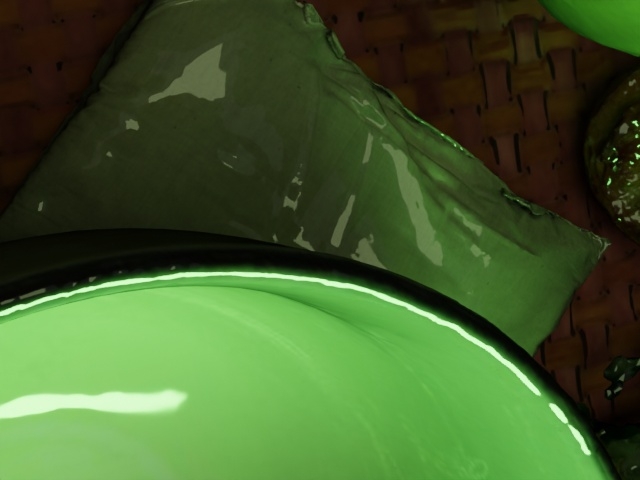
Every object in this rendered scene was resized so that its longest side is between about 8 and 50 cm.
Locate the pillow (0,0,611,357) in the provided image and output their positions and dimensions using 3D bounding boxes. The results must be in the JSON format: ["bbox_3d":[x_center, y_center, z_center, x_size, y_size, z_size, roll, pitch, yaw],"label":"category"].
[{"bbox_3d":[0.000,0.000,0.567,0.229,0.050,0.148,37,93,-19],"label":"pillow"}]

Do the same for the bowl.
[{"bbox_3d":[-0.082,0.150,0.474,0.354,0.185,0.354,-8,108,-25],"label":"bowl"}]

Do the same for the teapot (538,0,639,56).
[{"bbox_3d":[0.212,-0.204,0.504,0.239,0.239,0.322,9,91,-18],"label":"teapot"}]

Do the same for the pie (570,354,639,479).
[{"bbox_3d":[0.213,0.218,0.653,0.371,0.078,0.296,18,92,-18],"label":"pie"}]

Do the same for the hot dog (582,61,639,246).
[{"bbox_3d":[0.186,-0.045,0.611,0.147,0.065,0.099,-10,111,-18],"label":"hot dog"}]
